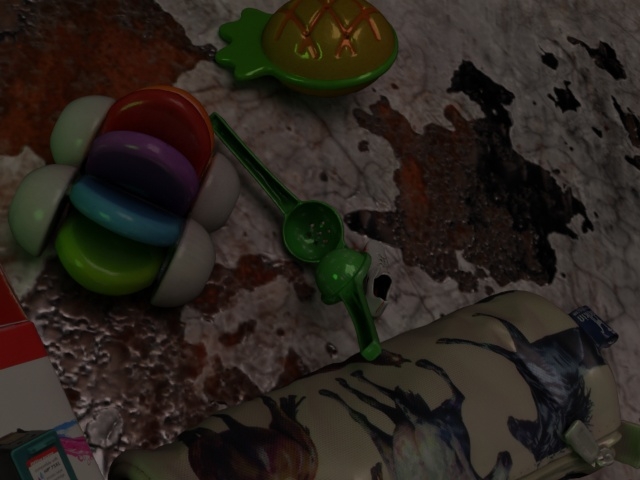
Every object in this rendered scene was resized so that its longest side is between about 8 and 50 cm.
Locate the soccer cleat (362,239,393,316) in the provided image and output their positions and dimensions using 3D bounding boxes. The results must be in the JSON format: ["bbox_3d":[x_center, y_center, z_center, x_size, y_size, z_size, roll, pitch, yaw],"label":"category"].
[{"bbox_3d":[0.054,0.032,0.785,0.029,0.035,0.083,18,53,-18],"label":"soccer cleat"}]

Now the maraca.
[{"bbox_3d":[-0.013,-0.200,0.864,0.185,0.099,0.127,1,51,1],"label":"maraca"}]

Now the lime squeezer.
[{"bbox_3d":[0.000,0.000,0.719,0.059,0.110,0.310,-32,49,-3],"label":"lime squeezer"}]

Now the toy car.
[{"bbox_3d":[-0.140,-0.047,0.663,0.159,0.136,0.182,26,51,-13],"label":"toy car"}]

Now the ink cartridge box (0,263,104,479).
[{"bbox_3d":[-0.200,0.140,0.486,0.078,0.134,0.231,-14,73,-54],"label":"ink cartridge box"}]

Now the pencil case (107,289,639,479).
[{"bbox_3d":[0.050,0.162,0.606,0.410,0.183,0.160,-17,114,-37],"label":"pencil case"}]
